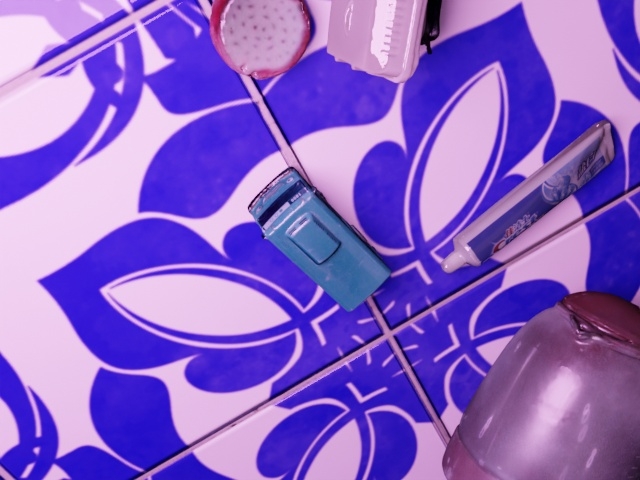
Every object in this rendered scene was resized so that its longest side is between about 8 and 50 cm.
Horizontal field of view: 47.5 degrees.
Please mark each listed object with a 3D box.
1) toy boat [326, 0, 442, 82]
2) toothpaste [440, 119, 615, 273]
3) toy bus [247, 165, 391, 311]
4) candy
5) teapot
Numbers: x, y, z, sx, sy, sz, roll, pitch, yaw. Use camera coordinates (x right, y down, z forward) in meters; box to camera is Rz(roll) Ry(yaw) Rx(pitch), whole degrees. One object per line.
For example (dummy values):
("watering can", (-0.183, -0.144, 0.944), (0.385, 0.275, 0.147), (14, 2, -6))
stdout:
("toy boat", (0.090, -0.289, 0.692), (0.141, 0.141, 0.269), (15, 108, -22))
("toothpaste", (0.259, -0.046, 0.909), (0.268, 0.047, 0.069), (-39, 106, 0))
("toy bus", (0.000, 0.000, 0.825), (0.079, 0.092, 0.160), (-43, 119, 5))
("candy", (-0.060, -0.215, 0.732), (0.103, 0.043, 0.103), (-7, 116, -14))
("teapot", (0.353, 0.220, 0.983), (0.315, 0.233, 0.312), (9, 108, -51))
